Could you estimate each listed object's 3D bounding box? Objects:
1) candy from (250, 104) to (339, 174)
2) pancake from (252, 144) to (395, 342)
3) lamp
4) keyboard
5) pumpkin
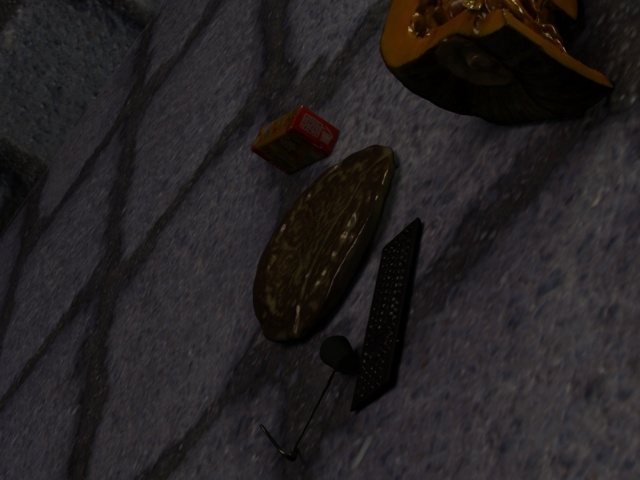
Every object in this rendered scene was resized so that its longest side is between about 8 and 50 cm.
[{"bbox_3d":[-0.032,-0.125,1.767,0.122,0.062,0.038,-21,41,61],"label":"candy"},{"bbox_3d":[-0.001,0.000,1.554,0.250,0.031,0.250,-48,23,28],"label":"pancake"},{"bbox_3d":[-0.003,0.149,1.340,0.121,0.041,0.054,-55,24,2],"label":"lamp"},{"bbox_3d":[0.063,0.066,1.335,0.067,0.011,0.202,-41,26,43],"label":"keyboard"},{"bbox_3d":[0.176,-0.212,1.282,0.190,0.139,0.280,-64,22,-12],"label":"pumpkin"}]
